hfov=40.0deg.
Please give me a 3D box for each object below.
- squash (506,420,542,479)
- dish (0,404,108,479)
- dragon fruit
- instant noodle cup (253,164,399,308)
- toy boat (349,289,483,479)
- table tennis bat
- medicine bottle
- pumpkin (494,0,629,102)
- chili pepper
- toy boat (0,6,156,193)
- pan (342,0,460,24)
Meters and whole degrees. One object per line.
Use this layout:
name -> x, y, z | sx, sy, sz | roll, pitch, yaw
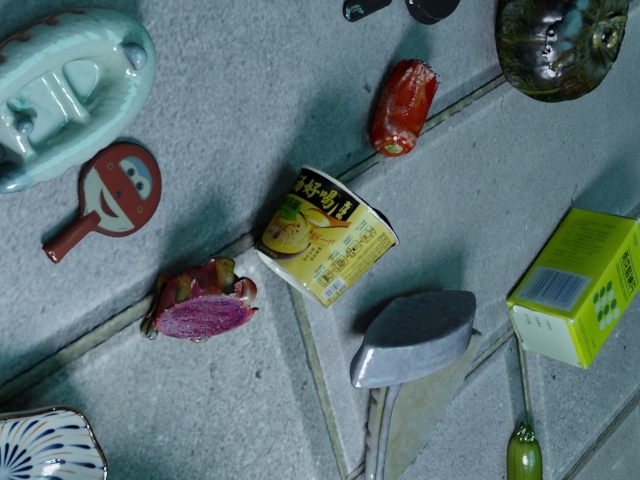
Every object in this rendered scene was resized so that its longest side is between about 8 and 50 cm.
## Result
squash -> 0.376, 0.453, 1.613 | 0.069, 0.069, 0.258 | -27, 120, -37
dish -> -0.307, 0.237, 0.862 | 0.191, 0.066, 0.190 | -20, 119, -41
dragon fruit -> -0.131, 0.062, 0.975 | 0.112, 0.126, 0.068 | 16, 48, -41
instant noodle cup -> 0.000, 0.000, 1.045 | 0.122, 0.151, 0.151 | -51, 133, -11
toy boat -> 0.141, 0.200, 1.286 | 0.276, 0.111, 0.293 | -35, 138, -33
table tennis bat -> -0.222, -0.035, 0.898 | 0.154, 0.019, 0.098 | -48, 131, -27
medicine bottle -> 0.447, 0.076, 1.514 | 0.250, 0.141, 0.137 | -49, 129, -23
pumpkin -> 0.360, -0.319, 1.288 | 0.238, 0.159, 0.238 | -18, 114, -46
chili pepper -> 0.108, -0.170, 1.149 | 0.070, 0.073, 0.123 | 23, 81, -4
toy boat -> -0.235, -0.135, 0.811 | 0.208, 0.079, 0.134 | -42, 126, -26
pan -> 0.117, -0.330, 1.134 | 0.235, 0.028, 0.136 | -35, 125, -32
